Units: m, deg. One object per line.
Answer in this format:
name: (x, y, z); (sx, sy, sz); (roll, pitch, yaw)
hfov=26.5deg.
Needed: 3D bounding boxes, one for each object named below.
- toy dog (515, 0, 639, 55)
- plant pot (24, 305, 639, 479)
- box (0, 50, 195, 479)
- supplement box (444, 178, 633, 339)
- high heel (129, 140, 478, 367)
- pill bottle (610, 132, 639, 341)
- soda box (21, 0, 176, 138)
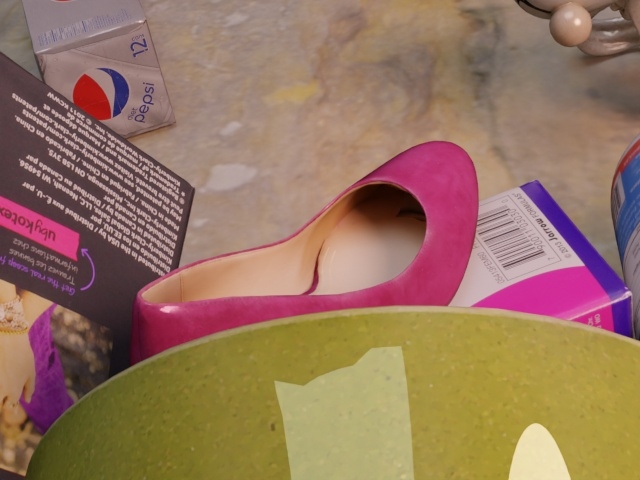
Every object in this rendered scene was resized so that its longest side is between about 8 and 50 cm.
toy dog: (0.297, -0.137, 0.861); (0.333, 0.220, 0.161); (-9, 68, 20)
plant pot: (0.029, 0.219, 0.435); (0.274, 0.275, 0.293); (-8, 53, 9)
box: (-0.184, 0.069, 0.673); (0.165, 0.143, 0.270); (-24, 43, 38)
supplement box: (0.041, 0.073, 0.709); (0.220, 0.114, 0.111); (-19, 38, -7)
high heel: (0.000, 0.000, 0.626); (0.082, 0.117, 0.244); (18, 49, 35)
pill bottle: (0.221, 0.034, 0.688); (0.124, 0.124, 0.221); (-8, 38, 9)
soda box: (-0.199, -0.189, 1.143); (0.091, 0.098, 0.286); (-18, 37, -6)
